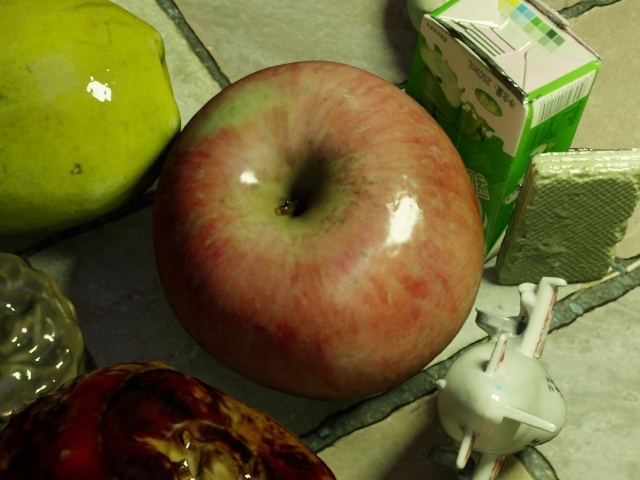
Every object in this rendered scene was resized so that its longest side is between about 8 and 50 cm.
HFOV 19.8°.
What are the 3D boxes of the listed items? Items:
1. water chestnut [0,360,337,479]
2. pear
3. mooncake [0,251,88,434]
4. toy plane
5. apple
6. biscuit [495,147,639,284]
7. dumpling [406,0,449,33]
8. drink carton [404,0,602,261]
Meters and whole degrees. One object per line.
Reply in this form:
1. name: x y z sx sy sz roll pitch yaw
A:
1. water chestnut: -0.149 0.277 1.549 0.350 0.302 0.350 25 24 -12
2. pear: -0.291 -0.121 1.814 0.307 0.253 0.253 -19 59 0
3. mooncake: -0.327 0.114 1.723 0.228 0.124 0.228 3 54 -4
4. toy plane: 0.168 0.149 1.690 0.118 0.252 0.252 19 56 11
5. apple: 0.000 0.000 1.765 0.344 0.269 0.345 -6 63 12
6. biscuit: 0.248 -0.021 1.829 0.121 0.199 0.040 -1 57 -7
7. dumpling: 0.172 -0.258 2.042 0.151 0.124 0.229 33 39 -30
8. drink carton: 0.163 -0.123 1.847 0.108 0.271 0.161 -31 63 -29
